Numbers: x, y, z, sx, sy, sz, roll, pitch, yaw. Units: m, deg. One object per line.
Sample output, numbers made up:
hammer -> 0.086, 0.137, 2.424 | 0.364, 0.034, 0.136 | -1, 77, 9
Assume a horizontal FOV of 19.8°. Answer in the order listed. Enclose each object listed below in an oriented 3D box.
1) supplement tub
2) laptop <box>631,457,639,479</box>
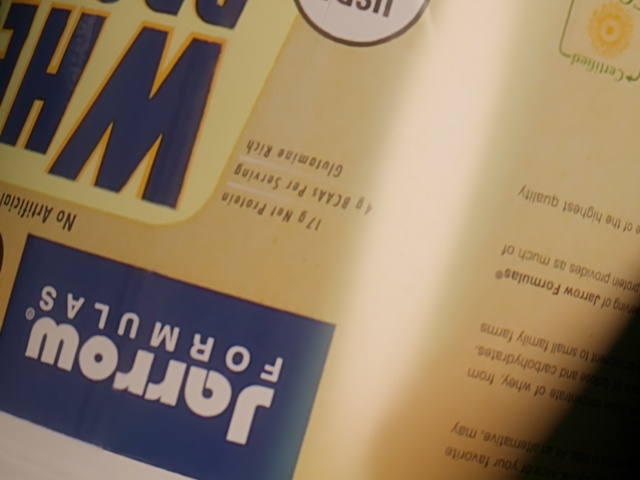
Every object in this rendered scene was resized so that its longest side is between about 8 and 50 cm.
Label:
supplement tub -> 0.000, 0.000, 0.556 | 0.228, 0.228, 0.316 | 16, 90, -25
laptop -> 0.218, 0.148, 0.588 | 0.408, 0.236, 0.382 | -54, 154, -51
